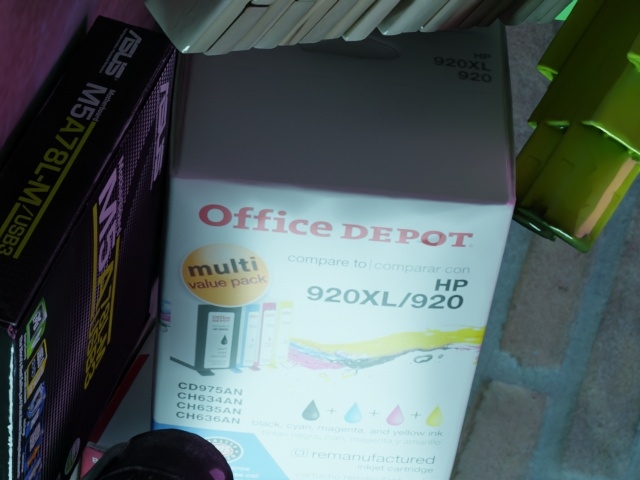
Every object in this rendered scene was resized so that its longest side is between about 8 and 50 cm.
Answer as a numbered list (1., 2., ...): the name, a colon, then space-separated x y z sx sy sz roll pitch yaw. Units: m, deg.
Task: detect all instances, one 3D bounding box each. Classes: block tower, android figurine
1. block tower: 0.030 -0.150 0.812 0.097 0.091 0.335 -45 163 29
2. android figurine: 0.179 -0.122 0.941 0.273 0.056 0.248 -59 -175 2

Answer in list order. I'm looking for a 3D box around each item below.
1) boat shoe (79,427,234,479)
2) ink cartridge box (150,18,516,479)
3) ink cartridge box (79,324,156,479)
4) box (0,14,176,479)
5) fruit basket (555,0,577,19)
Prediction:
1. boat shoe: -0.099 0.169 0.915 0.306 0.113 0.105 107 3 -64
2. ink cartridge box: 0.000 0.000 0.992 0.168 0.171 0.233 -89 -175 -46
3. ink cartridge box: -0.086 0.180 1.165 0.172 0.100 0.237 -63 167 -55
4. box: -0.117 0.030 0.811 0.191 0.045 0.184 101 11 -45
5. fruit basket: 0.176 -0.320 1.508 0.392 0.283 0.392 9 90 -67
